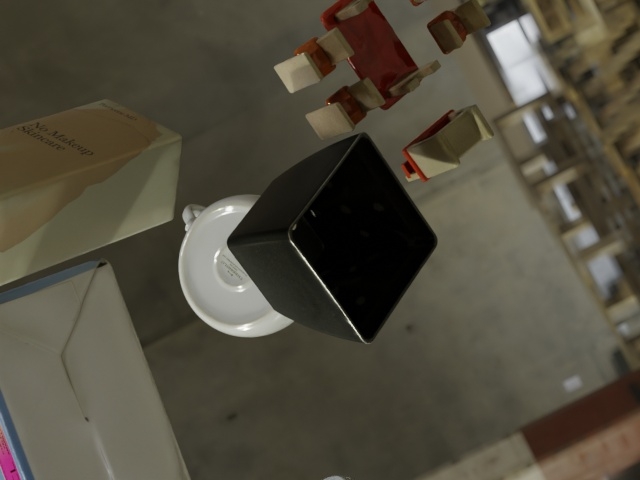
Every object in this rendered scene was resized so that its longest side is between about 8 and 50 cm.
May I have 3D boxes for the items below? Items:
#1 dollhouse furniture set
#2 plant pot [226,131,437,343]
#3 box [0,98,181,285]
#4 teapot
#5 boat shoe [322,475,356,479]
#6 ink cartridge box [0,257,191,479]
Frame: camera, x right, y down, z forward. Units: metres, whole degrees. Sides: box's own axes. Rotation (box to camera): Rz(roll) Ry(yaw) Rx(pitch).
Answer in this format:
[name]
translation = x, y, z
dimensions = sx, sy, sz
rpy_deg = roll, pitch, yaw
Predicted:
[dollhouse furniture set]
translation = 0.098, -0.207, 2.115
dimensions = 0.259, 0.262, 0.135
rpy_deg = 56, 154, -11
[plant pot]
translation = 0.000, 0.000, 2.012
dimensions = 0.167, 0.188, 0.187
rpy_deg = -4, 130, 47
[box]
translation = -0.322, -0.061, 1.928
dimensions = 0.148, 0.311, 0.121
rpy_deg = 26, 121, 29
[teapot]
translation = -0.105, 0.041, 2.714
dimensions = 0.187, 0.252, 0.256
rpy_deg = 3, -104, -66
[boat shoe]
translation = 0.035, 0.397, 1.825
dimensions = 0.084, 0.095, 0.258
rpy_deg = 22, -111, -43
[ink cartridge box]
translation = -0.270, 0.202, 1.602
dimensions = 0.270, 0.151, 0.395
rpy_deg = 69, 158, 5
